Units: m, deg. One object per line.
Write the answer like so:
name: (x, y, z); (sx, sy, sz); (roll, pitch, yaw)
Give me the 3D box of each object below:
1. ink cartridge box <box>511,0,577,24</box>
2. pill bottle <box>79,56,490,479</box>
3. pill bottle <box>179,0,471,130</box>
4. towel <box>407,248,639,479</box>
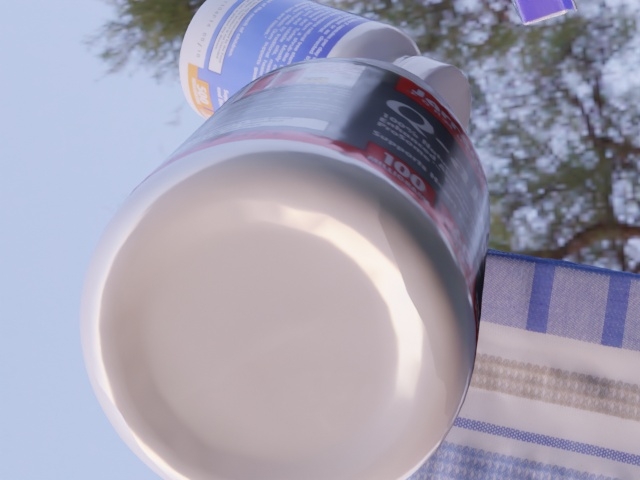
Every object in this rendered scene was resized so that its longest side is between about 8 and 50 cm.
ink cartridge box: (0.151, -0.282, 1.140); (0.208, 0.045, 0.206); (-68, -43, -79)
pill bottle: (0.000, 0.000, 0.861); (0.363, 0.210, 0.210); (-65, -43, -70)
pill bottle: (0.005, -0.151, 1.344); (0.152, 0.272, 0.152); (-29, -49, -40)
towel: (0.164, 0.153, 0.983); (0.034, 0.209, 0.285); (30, -109, -73)
